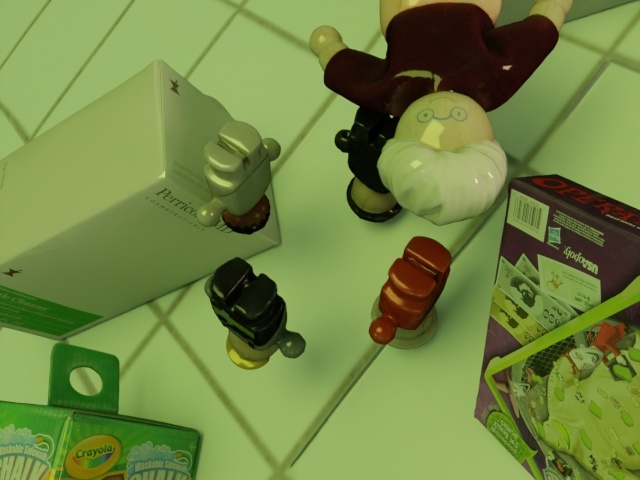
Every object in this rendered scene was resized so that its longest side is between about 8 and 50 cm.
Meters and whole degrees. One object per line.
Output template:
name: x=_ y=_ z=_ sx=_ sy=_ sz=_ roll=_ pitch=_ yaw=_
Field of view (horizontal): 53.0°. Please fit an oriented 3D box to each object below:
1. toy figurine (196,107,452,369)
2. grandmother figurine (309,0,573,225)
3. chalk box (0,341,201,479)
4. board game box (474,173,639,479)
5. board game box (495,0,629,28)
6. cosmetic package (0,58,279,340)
toy figurine: x=0.000 y=0.000 z=0.566 sx=0.209 sy=0.148 sz=0.213 roll=-10 pitch=64 yaw=-4
grandmother figurine: x=0.089 y=-0.165 z=0.507 sx=0.208 sy=0.104 sz=0.342 roll=-11 pitch=60 yaw=24
chalk box: x=-0.249 y=0.251 z=0.632 sx=0.179 sy=0.180 sz=0.289 roll=-4 pitch=69 yaw=32
board game box: x=0.211 y=0.115 z=0.338 sx=0.347 sy=0.056 sz=0.208 roll=-135 pitch=45 yaw=-55
board game box: x=0.208 y=-0.365 z=0.655 sx=0.224 sy=0.097 sz=0.303 roll=-11 pitch=64 yaw=28
cosmetic package: x=-0.254 y=-0.025 z=0.745 sx=0.365 sy=0.197 sz=0.155 roll=-23 pitch=59 yaw=25
